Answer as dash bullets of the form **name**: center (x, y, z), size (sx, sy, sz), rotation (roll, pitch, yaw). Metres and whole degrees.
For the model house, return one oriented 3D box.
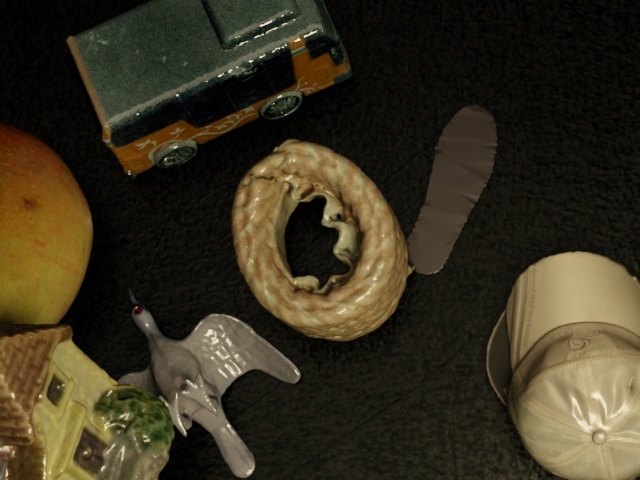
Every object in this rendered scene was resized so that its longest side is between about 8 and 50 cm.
- **model house**: center (-0.339, 0.239, 1.677), size (0.261, 0.266, 0.321), rotation (-2, 57, 26)

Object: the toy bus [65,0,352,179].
- **toy bus**: center (-0.139, -0.226, 1.925), size (0.323, 0.194, 0.161), rotation (-25, 72, 1)

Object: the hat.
- **hat**: center (0.312, 0.144, 1.782), size (0.232, 0.161, 0.275), rotation (-6, 71, 2)

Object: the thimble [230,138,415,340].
- **thimble**: center (-0.002, 0.007, 1.870), size (0.196, 0.148, 0.229), rotation (-40, 71, -1)

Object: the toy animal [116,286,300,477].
- **toy animal**: center (-0.158, 0.171, 1.884), size (0.239, 0.176, 0.255), rotation (-30, 107, 3)

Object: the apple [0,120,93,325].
- **apple**: center (-0.446, -0.006, 1.867), size (0.319, 0.277, 0.319), rotation (-3, 73, 9)

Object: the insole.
- **insole**: center (0.166, -0.064, 1.936), size (0.080, 0.003, 0.232), rotation (19, 79, 13)
